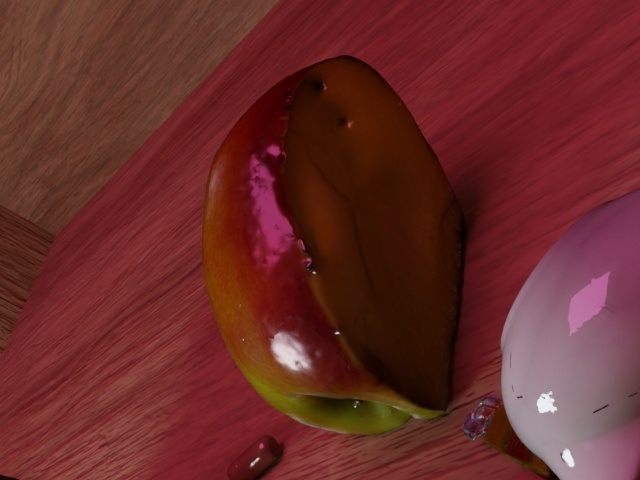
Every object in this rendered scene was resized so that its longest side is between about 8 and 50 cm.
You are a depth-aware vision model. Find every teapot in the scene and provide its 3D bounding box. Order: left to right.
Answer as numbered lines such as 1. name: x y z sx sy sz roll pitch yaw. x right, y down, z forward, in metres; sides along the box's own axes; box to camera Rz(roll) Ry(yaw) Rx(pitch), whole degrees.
1. teapot: 0.229 0.052 0.546 0.300 0.208 0.166 -37 45 -3

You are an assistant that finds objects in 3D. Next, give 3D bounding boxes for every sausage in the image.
1. sausage: -0.083 0.273 1.033 0.083 0.034 0.034 -44 27 26

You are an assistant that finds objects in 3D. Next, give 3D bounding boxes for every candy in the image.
1. candy: 0.175 0.163 0.671 0.053 0.046 0.182 -62 20 -4

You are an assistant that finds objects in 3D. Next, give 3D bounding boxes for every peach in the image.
1. peach: 0.000 0.000 0.903 0.242 0.306 0.380 -21 47 42

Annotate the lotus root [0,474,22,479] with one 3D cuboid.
1. lotus root: -0.377 0.422 1.023 0.390 0.375 0.111 33 95 54
